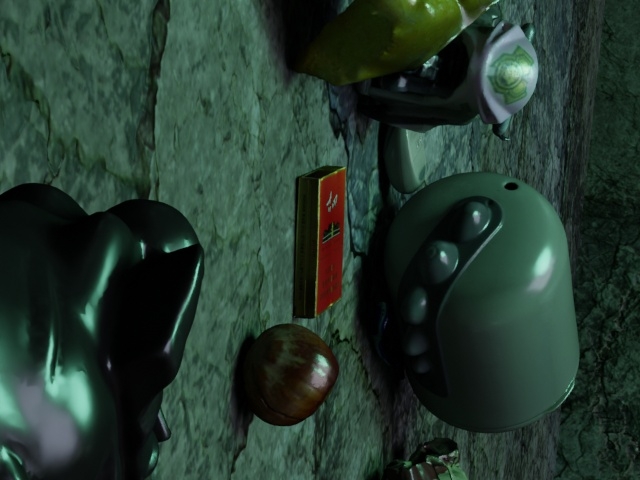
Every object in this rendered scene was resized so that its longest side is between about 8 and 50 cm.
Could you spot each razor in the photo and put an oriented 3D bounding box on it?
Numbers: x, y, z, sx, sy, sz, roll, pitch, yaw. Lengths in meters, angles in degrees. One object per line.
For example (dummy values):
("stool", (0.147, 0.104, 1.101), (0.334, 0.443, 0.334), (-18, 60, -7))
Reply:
("razor", (0.070, 0.107, 1.646), (0.154, 0.028, 0.044), (73, 4, -61))

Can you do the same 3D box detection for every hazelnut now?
("hazelnut", (-0.027, 0.112, 1.263), (0.086, 0.086, 0.086), (5, 90, -73))

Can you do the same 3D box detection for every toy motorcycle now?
("toy motorcycle", (0.144, -0.177, 1.547), (0.327, 0.188, 0.143), (-10, 112, -73))

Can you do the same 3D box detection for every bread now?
("bread", (0.094, -0.212, 1.329), (0.233, 0.161, 0.088), (-40, 99, -38))

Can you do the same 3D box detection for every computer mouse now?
("computer mouse", (0.089, -0.098, 1.647), (0.066, 0.039, 0.096), (-56, 139, -59))

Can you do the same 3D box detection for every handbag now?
("handbag", (0.128, 0.361, 1.761), (0.213, 0.127, 0.235), (-13, 95, -74))

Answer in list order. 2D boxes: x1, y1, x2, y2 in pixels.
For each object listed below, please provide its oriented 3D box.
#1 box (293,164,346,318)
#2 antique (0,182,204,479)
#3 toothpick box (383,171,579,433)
("box", (0.000, 0.000, 1.406), (0.090, 0.023, 0.133), (-29, 123, -72))
("antique", (-0.157, 0.102, 0.641), (0.322, 0.185, 0.255), (-2, 97, -69))
("toothpick box", (0.172, 0.065, 1.679), (0.316, 0.229, 0.229), (72, 28, -53))
